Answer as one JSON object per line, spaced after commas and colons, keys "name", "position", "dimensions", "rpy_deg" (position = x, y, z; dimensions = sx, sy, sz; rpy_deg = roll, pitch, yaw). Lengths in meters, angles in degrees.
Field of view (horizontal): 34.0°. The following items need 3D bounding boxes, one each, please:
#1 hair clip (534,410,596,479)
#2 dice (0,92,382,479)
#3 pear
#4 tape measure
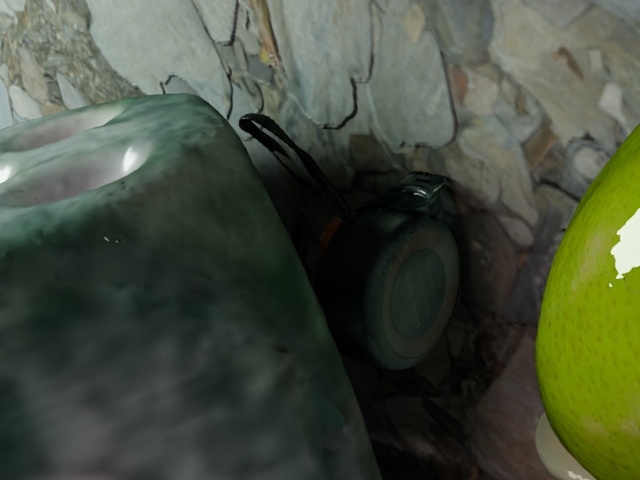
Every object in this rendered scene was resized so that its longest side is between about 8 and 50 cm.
{"name": "hair clip", "position": [0.202, 0.091, 0.523], "dimensions": [0.218, 0.071, 0.159], "rpy_deg": [-10, 107, 45]}
{"name": "dice", "position": [-0.165, 0.112, 0.657], "dimensions": [0.348, 0.330, 0.328], "rpy_deg": [-137, 28, -67]}
{"name": "pear", "position": [0.174, 0.021, 0.399], "dimensions": [0.187, 0.187, 0.219], "rpy_deg": [55, 141, 0]}
{"name": "tape measure", "position": [0.000, 0.003, 0.649], "dimensions": [0.180, 0.107, 0.104], "rpy_deg": [28, 139, 28]}
